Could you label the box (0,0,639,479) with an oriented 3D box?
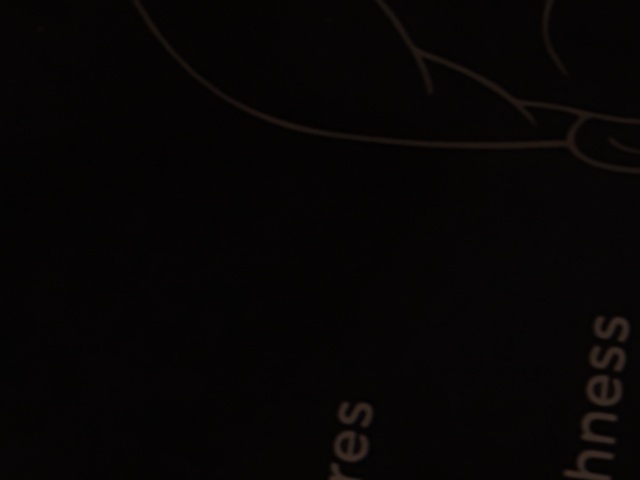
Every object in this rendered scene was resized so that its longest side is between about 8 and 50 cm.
[{"bbox_3d":[0.076,0.016,0.553,0.471,0.480,0.297,7,164,10],"label":"box"}]
